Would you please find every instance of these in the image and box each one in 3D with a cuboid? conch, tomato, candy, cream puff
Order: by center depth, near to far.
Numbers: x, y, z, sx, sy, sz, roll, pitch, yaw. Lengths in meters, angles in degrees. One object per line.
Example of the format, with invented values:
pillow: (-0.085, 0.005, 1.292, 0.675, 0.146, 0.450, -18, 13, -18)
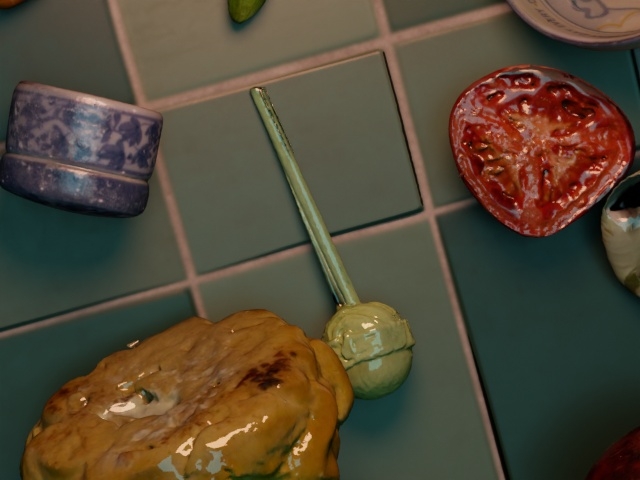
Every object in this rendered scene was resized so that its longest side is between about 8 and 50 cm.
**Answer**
cream puff: (-0.110, 0.236, 1.860, 0.324, 0.291, 0.257, -31, 119, -23)
conch: (0.383, -0.011, 1.951, 0.131, 0.172, 0.200, -31, 128, -35)
candy: (0.000, 0.000, 1.958, 0.092, 0.093, 0.335, -21, 85, -47)
tomato: (0.211, -0.101, 1.960, 0.166, 0.082, 0.174, -42, 101, 2)

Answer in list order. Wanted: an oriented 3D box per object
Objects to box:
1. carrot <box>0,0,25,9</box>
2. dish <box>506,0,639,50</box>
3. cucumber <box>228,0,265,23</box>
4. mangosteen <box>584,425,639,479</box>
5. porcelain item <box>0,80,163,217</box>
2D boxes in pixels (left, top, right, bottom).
carrot: (-0.249, -0.304, 1.909, 0.225, 0.067, 0.067, -41, 96, -4)
dish: (0.313, -0.307, 1.935, 0.273, 0.134, 0.273, -6, 77, 29)
cucumber: (-0.064, -0.338, 1.932, 0.056, 0.056, 0.250, 1, 96, -6)
mangosteen: (0.369, 0.314, 1.907, 0.311, 0.311, 0.311, 0, 93, -6)
porcelain item: (-0.231, -0.084, 1.882, 0.147, 0.147, 0.114, 12, 92, -7)
